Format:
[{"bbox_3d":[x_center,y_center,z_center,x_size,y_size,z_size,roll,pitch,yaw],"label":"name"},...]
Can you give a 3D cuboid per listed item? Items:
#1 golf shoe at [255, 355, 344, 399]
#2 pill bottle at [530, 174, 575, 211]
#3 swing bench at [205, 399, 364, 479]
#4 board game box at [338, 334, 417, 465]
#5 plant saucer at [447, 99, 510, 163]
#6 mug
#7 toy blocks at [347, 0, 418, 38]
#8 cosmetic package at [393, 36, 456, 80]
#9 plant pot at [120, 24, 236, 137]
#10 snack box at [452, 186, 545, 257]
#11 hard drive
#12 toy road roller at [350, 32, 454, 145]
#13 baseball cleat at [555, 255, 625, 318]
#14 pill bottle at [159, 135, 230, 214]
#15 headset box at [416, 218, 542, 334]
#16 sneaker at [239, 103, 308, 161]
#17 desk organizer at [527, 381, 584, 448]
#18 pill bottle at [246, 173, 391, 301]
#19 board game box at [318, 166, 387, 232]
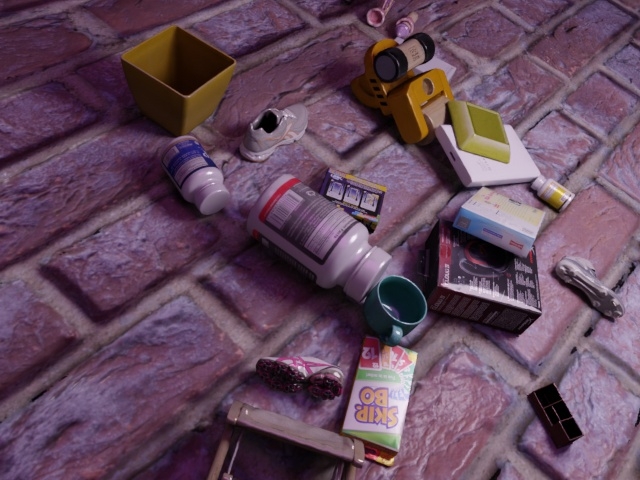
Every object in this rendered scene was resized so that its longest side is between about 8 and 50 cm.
[{"bbox_3d":[-0.043,0.276,1.243,0.186,0.068,0.086,15,22,-2],"label":"golf shoe"},{"bbox_3d":[0.687,-0.144,1.768,0.116,0.065,0.065,40,53,14],"label":"pill bottle"},{"bbox_3d":[-0.069,0.423,1.049,0.253,0.165,0.255,18,50,-2],"label":"swing bench"},{"bbox_3d":[0.123,0.332,1.261,0.124,0.039,0.260,20,53,0],"label":"board game box"},{"bbox_3d":[0.475,-0.330,1.742,0.188,0.045,0.189,11,55,-24],"label":"plant saucer"},{"bbox_3d":[0.154,0.163,1.345,0.129,0.097,0.157,47,46,12],"label":"mug"},{"bbox_3d":[0.223,-0.876,2.049,0.308,0.289,0.260,29,46,3],"label":"toy blocks"},{"bbox_3d":[0.321,-0.570,1.976,0.231,0.085,0.117,30,52,9],"label":"cosmetic package"},{"bbox_3d":[-0.377,-0.406,1.579,0.212,0.187,0.212,33,51,9],"label":"plant pot"},{"bbox_3d":[0.469,-0.056,1.536,0.187,0.060,0.322,26,23,17],"label":"snack box"},{"bbox_3d":[0.500,-0.257,1.766,0.307,0.040,0.203,-7,63,-34],"label":"hard drive"},{"bbox_3d":[0.243,-0.452,1.823,0.202,0.240,0.330,-37,108,-35],"label":"toy road roller"},{"bbox_3d":[0.729,0.112,1.582,0.206,0.072,0.109,43,47,13],"label":"baseball cleat"},{"bbox_3d":[-0.304,-0.157,1.458,0.112,0.112,0.187,-24,64,-30],"label":"pill bottle"},{"bbox_3d":[0.381,0.084,1.474,0.293,0.110,0.218,15,50,-5],"label":"headset box"},{"bbox_3d":[-0.112,-0.322,1.634,0.099,0.121,0.262,35,52,10],"label":"sneaker"},{"bbox_3d":[0.522,0.387,1.322,0.047,0.050,0.130,-9,56,-22],"label":"desk organizer"},{"bbox_3d":[0.000,0.000,1.385,0.318,0.176,0.176,36,52,12],"label":"pill bottle"},{"bbox_3d":[0.079,-0.108,1.574,0.170,0.048,0.141,20,49,-1],"label":"board game box"}]
